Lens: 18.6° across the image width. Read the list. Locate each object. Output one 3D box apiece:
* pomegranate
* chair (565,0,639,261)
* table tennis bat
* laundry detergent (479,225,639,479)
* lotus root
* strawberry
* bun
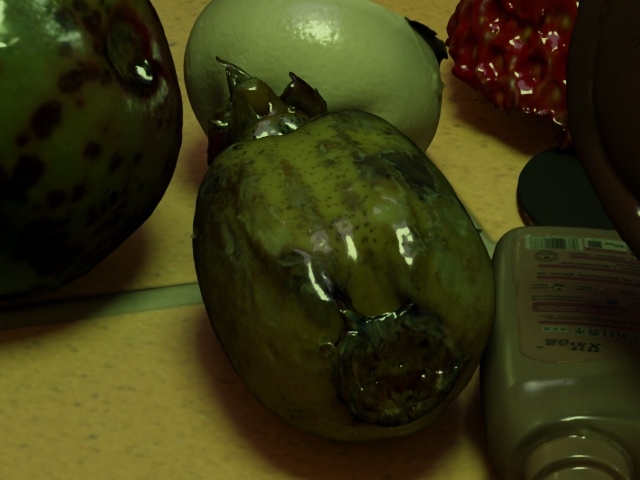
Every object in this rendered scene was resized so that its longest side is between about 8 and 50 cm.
[{"bbox_3d":[-0.233,-0.089,1.140,0.306,0.242,0.242,12,31,26],"label":"pomegranate"},{"bbox_3d":[0.246,-0.094,1.052,0.226,0.226,0.401,7,13,7],"label":"chair"},{"bbox_3d":[0.195,-0.011,1.247,0.130,0.019,0.220,1,29,-2],"label":"table tennis bat"},{"bbox_3d":[0.170,0.082,1.029,0.171,0.076,0.237,6,30,-1],"label":"laundry detergent"},{"bbox_3d":[0.001,0.002,1.079,0.154,0.154,0.278,-9,38,-19],"label":"lotus root"},{"bbox_3d":[0.202,-0.178,1.376,0.234,0.178,0.234,9,24,-4],"label":"strawberry"},{"bbox_3d":[-0.010,-0.085,1.242,0.173,0.173,0.120,12,76,15],"label":"bun"}]
